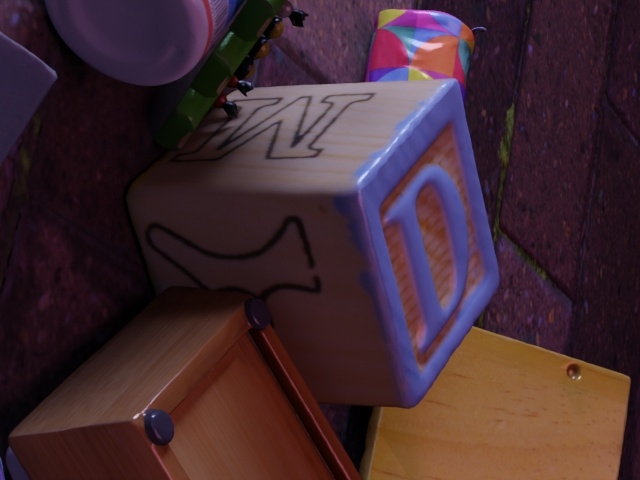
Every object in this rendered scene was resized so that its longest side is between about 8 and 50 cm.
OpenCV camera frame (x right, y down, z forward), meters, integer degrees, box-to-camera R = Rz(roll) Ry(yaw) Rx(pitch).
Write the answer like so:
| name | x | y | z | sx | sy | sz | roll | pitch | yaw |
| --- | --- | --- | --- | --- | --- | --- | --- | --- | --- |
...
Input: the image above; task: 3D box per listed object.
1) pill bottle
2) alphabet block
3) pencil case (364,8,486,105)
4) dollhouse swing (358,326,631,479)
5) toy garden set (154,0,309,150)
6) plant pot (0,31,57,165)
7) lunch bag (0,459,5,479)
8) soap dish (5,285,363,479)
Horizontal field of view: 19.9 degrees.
| name | x | y | z | sx | sy | sz | roll | pitch | yaw |
| --- | --- | --- | --- | --- | --- | --- | --- | --- | --- |
| pill bottle | -0.093 | -0.219 | 1.287 | 0.221 | 0.124 | 0.124 | -60 | 139 | -44 |
| alphabet block | 0.000 | 0.000 | 1.380 | 0.193 | 0.197 | 0.192 | -46 | 130 | -51 |
| pencil case | 0.082 | -0.093 | 1.633 | 0.104 | 0.104 | 0.236 | 37 | 59 | -55 |
| dollhouse swing | 0.128 | 0.299 | 1.754 | 0.315 | 0.305 | 0.347 | 18 | 69 | -16 |
| toy garden set | -0.013 | -0.188 | 1.338 | 0.049 | 0.244 | 0.204 | 36 | 47 | -5 |
| plant pot | -0.315 | -0.034 | 0.778 | 0.248 | 0.247 | 0.252 | 35 | 77 | -56 |
| lunch bag | -0.299 | 0.152 | 0.930 | 0.243 | 0.115 | 0.303 | 61 | 41 | -37 |
| soap dish | -0.064 | 0.192 | 1.256 | 0.291 | 0.118 | 0.229 | 59 | 32 | -10 |
